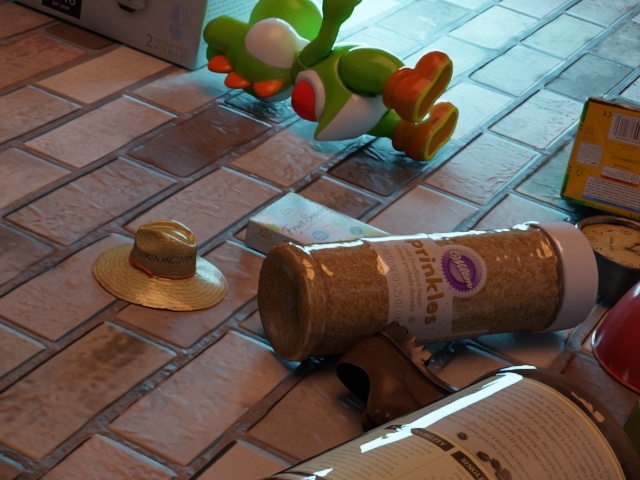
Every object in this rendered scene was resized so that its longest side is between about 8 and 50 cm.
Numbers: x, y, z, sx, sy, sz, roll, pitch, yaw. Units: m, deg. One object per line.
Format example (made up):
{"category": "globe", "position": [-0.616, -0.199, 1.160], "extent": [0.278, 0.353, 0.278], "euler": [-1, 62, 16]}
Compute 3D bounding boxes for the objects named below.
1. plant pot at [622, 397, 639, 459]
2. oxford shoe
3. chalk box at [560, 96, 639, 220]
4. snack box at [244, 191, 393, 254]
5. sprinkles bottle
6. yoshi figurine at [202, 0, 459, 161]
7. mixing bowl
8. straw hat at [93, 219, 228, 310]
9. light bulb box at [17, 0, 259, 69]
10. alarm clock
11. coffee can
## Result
{"category": "plant pot", "position": [0.316, 0.189, 1.395], "extent": [0.083, 0.079, 0.083], "euler": [10, 28, -6]}
{"category": "oxford shoe", "position": [0.092, 0.173, 1.356], "extent": [0.096, 0.083, 0.227], "euler": [-25, 42, -22]}
{"category": "chalk box", "position": [0.382, -0.100, 1.872], "extent": [0.132, 0.132, 0.213], "euler": [15, 5, 9]}
{"category": "snack box", "position": [0.000, 0.000, 1.660], "extent": [0.141, 0.037, 0.100], "euler": [23, 29, 20]}
{"category": "sprinkles bottle", "position": [0.115, 0.050, 1.528], "extent": [0.355, 0.121, 0.121], "euler": [-5, 32, -28]}
{"category": "yoshi figurine", "position": [0.019, -0.250, 1.992], "extent": [0.362, 0.204, 0.203], "euler": [23, 14, 23]}
{"category": "mixing bowl", "position": [0.392, 0.093, 1.586], "extent": [0.181, 0.098, 0.181], "euler": [9, 27, -5]}
{"category": "straw hat", "position": [-0.163, 0.012, 1.547], "extent": [0.144, 0.061, 0.144], "euler": [10, 29, -5]}
{"category": "light bulb box", "position": [-0.244, -0.490, 2.122], "extent": [0.358, 0.361, 0.225], "euler": [22, 29, 18]}
{"category": "alarm clock", "position": [0.373, 0.030, 1.728], "extent": [0.192, 0.064, 0.129], "euler": [13, 28, 6]}
{"category": "coffee can", "position": [0.087, 0.227, 1.101], "extent": [0.275, 0.201, 0.201], "euler": [-17, 40, -43]}
